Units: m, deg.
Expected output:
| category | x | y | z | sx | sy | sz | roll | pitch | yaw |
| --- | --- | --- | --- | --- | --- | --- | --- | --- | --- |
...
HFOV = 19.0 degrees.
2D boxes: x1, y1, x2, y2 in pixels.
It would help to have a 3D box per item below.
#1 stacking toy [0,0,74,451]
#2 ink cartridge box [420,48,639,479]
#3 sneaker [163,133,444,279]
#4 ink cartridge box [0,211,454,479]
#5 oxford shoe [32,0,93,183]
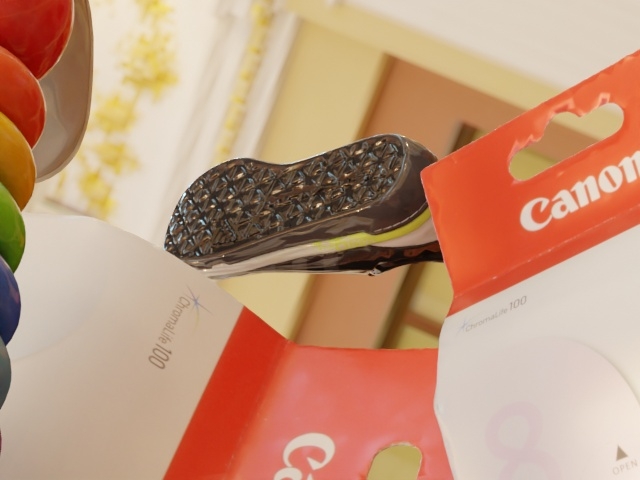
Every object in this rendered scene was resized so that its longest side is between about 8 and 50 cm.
| category | x | y | z | sx | sy | sz | roll | pitch | yaw |
| --- | --- | --- | --- | --- | --- | --- | --- | --- | --- |
| stacking toy | -0.180 | -0.015 | 0.876 | 0.141 | 0.141 | 0.330 | 99 | -177 | -57 |
| ink cartridge box | 0.136 | 0.026 | 0.956 | 0.189 | 0.232 | 0.066 | -29 | -22 | 30 |
| sneaker | 0.000 | 0.000 | 1.222 | 0.097 | 0.235 | 0.084 | 42 | -124 | -37 |
| ink cartridge box | -0.115 | 0.100 | 0.993 | 0.308 | 0.385 | 0.091 | -66 | -26 | -56 |
| oxford shoe | -0.248 | -0.234 | 1.357 | 0.130 | 0.169 | 0.449 | -136 | 36 | -56 |
